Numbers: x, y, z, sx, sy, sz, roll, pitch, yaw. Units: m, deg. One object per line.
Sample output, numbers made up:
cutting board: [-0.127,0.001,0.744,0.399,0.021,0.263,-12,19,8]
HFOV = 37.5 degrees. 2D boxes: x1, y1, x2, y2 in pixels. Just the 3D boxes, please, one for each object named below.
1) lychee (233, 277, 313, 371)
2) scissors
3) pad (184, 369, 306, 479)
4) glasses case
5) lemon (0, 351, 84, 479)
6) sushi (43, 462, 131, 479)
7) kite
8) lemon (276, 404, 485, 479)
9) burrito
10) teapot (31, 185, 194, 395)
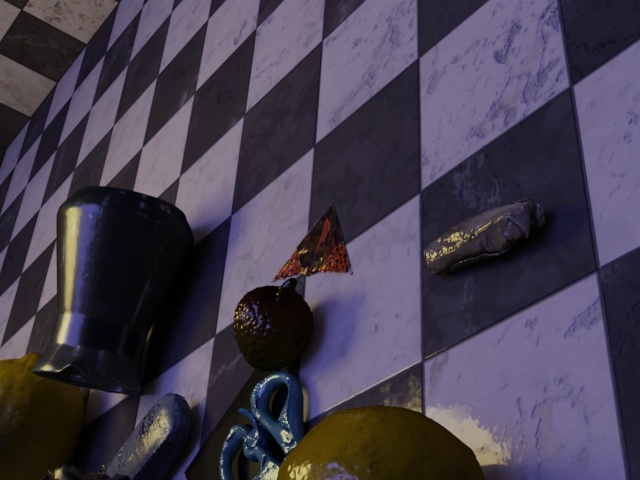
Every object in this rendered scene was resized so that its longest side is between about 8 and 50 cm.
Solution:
lychee: [-0.064,0.114,1.292,0.114,0.114,0.146,-109,32,-53]
scissors: [-0.035,0.289,1.164,0.180,0.032,0.393,-63,28,3]
pad: [-0.090,0.337,1.260,0.247,0.007,0.367,-57,28,13]
glasses case: [-0.290,0.364,1.511,0.282,0.067,0.109,-52,28,18]
lemon: [-0.587,0.368,1.823,0.253,0.253,0.310,13,82,61]
sushi: [-0.320,0.446,1.318,0.225,0.238,0.219,-19,33,45]
kite: [-0.001,0.000,1.391,0.222,0.008,0.125,-10,56,56]
lemon: [0.056,0.252,0.886,0.231,0.192,0.192,-8,61,57]
burrito: [0.174,0.000,1.054,0.188,0.045,0.058,-23,22,54]
teapot: [-0.385,0.100,1.738,0.300,0.253,0.344,92,-171,-74]
